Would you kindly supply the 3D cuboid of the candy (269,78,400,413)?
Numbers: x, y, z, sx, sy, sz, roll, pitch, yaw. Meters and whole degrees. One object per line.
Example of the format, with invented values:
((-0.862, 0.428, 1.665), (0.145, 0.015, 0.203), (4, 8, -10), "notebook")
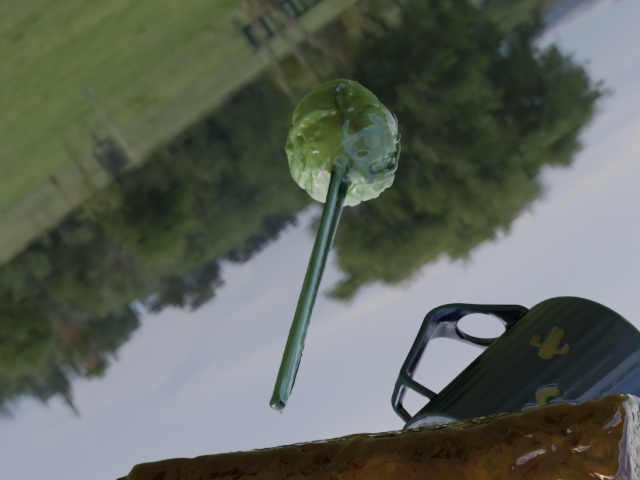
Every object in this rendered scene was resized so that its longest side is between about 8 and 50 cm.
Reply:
((0.000, 0.000, 1.108), (0.093, 0.092, 0.335), (-54, -166, 37), "candy")

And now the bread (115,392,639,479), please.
((0.023, 0.172, 0.682), (0.274, 0.185, 0.114), (-12, 165, 28), "bread")

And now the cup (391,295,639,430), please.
((0.122, 0.116, 1.039), (0.155, 0.176, 0.131), (-32, 146, -41), "cup")
